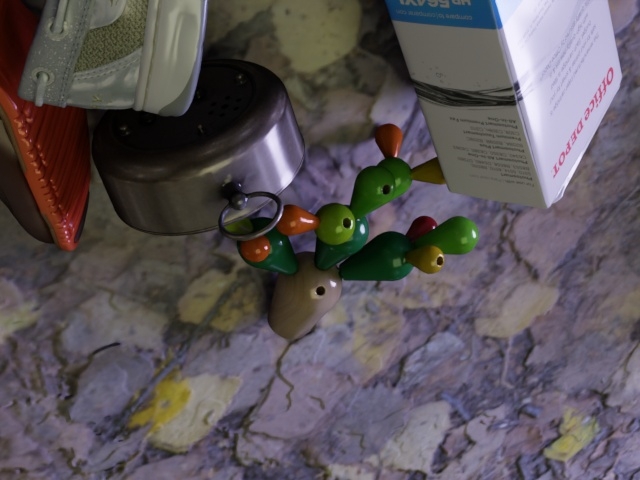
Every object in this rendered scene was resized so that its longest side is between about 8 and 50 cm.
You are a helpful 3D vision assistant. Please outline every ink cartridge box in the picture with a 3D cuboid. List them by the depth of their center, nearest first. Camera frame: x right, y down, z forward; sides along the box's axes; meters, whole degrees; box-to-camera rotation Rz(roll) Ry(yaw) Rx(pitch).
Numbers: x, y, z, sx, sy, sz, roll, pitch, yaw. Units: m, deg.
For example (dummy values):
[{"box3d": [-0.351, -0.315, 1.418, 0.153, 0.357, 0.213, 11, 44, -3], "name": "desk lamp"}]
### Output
[{"box3d": [0.126, -0.145, 0.921, 0.148, 0.086, 0.203, -56, 141, -33], "name": "ink cartridge box"}]

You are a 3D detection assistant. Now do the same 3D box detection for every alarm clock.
[{"box3d": [-0.071, -0.054, 0.850, 0.129, 0.192, 0.064, -26, 130, -11], "name": "alarm clock"}]

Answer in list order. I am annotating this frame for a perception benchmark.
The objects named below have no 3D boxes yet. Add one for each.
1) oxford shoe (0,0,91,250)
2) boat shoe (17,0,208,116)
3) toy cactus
[{"box3d": [-0.213, -0.095, 0.832, 0.098, 0.097, 0.271, -4, 136, 12], "name": "oxford shoe"}, {"box3d": [-0.110, -0.225, 0.737, 0.103, 0.118, 0.320, 1, 111, -12], "name": "boat shoe"}, {"box3d": [0.000, 0.000, 1.006, 0.219, 0.112, 0.180, -2, 142, -30], "name": "toy cactus"}]
